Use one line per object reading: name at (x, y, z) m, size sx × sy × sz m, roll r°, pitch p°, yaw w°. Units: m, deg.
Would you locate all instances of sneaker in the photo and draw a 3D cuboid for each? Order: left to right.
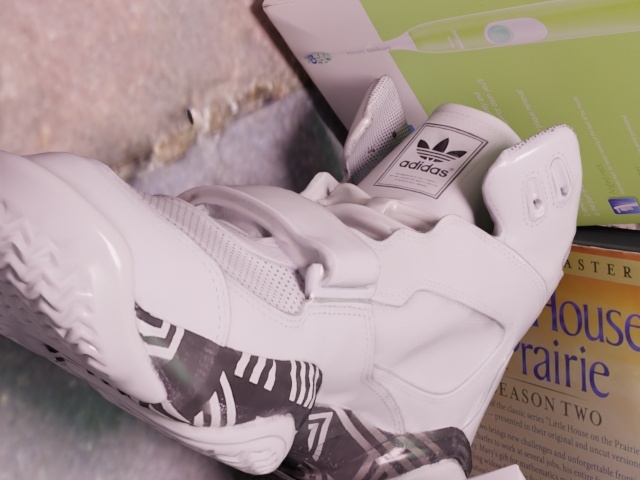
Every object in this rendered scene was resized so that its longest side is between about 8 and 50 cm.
sneaker at (0.000, 0.000, 0.524) m, size 0.210 × 0.137 × 0.366 m, roll -62°, pitch 144°, yaw -9°

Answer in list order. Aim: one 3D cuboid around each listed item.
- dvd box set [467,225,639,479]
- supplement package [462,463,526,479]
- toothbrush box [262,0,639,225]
dvd box set at (0.190, 0.203, 0.688) m, size 0.062 × 0.307 × 0.420 m, roll -10°, pitch 100°, yaw -31°
supplement package at (0.054, 0.273, 0.521) m, size 0.198 × 0.199 × 0.262 m, roll -98°, pitch 163°, yaw -45°
toothbrush box at (0.147, -0.113, 0.619) m, size 0.206 × 0.283 × 0.122 m, roll 50°, pitch 47°, yaw -42°
